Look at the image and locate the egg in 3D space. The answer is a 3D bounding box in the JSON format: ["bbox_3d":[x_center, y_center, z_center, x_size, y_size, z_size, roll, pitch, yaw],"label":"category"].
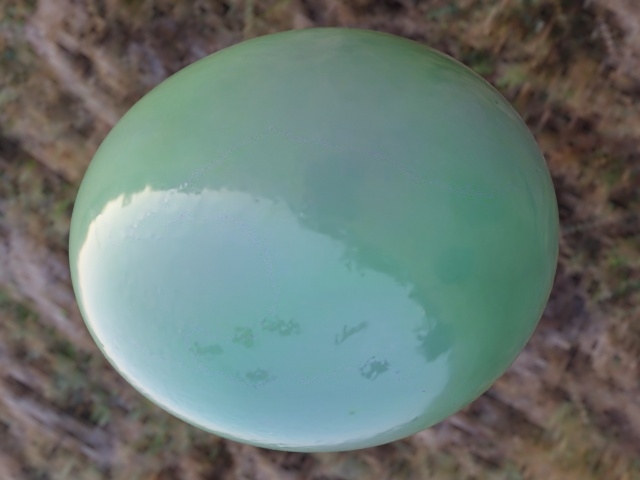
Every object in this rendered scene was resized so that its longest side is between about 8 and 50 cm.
[{"bbox_3d":[0.000,0.000,0.894,0.220,0.270,0.220,8,102,45],"label":"egg"}]
